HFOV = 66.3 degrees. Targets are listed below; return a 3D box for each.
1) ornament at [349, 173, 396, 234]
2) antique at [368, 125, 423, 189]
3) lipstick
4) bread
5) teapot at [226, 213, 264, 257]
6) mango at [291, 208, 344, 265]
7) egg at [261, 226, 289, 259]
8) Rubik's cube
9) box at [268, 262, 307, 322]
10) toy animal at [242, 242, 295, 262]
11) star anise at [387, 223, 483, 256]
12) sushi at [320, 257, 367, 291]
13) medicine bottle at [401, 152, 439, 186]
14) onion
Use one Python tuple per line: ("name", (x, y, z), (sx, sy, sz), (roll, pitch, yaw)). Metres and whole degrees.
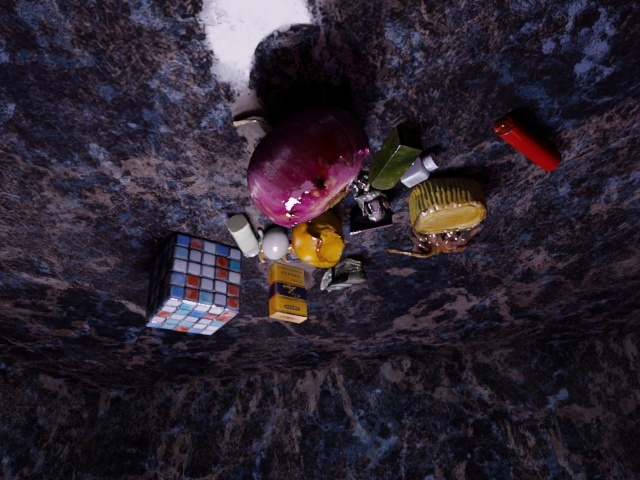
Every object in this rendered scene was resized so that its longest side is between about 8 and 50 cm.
("ornament", (0.159, -0.151, 1.675), (0.166, 0.153, 0.196), (-12, 124, 11))
("antique", (0.223, -0.246, 1.516), (0.081, 0.080, 0.221), (9, 148, -19))
("lipstick", (0.636, -0.294, 1.493), (0.280, 0.073, 0.073), (21, 141, -35))
("bread", (0.437, -0.121, 1.691), (0.254, 0.142, 0.227), (-6, 148, -2))
("teapot", (-0.272, -0.022, 1.839), (0.107, 0.077, 0.200), (-34, 150, -10))
("mango", (0.000, 0.000, 1.819), (0.199, 0.201, 0.350), (30, 162, 15))
("egg", (-0.172, 0.012, 1.867), (0.103, 0.103, 0.135), (5, 128, -15))
("Rubik's cube", (-0.501, 0.181, 1.936), (0.292, 0.293, 0.287), (18, 142, -29))
("box", (-0.142, 0.223, 2.097), (0.152, 0.237, 0.070), (18, 139, -31))
("toy animal", (-0.193, 0.040, 1.972), (0.241, 0.056, 0.099), (0, 142, -4))
("star anise", (0.462, 0.003, 1.931), (0.350, 0.109, 0.292), (5, 143, -12))
("sushi", (0.091, 0.152, 2.156), (0.134, 0.109, 0.273), (4, 163, -21))
("medicine bottle", (0.312, -0.230, 1.556), (0.118, 0.074, 0.055), (-28, 141, 32))
("onion", (-0.042, -0.222, 1.324), (0.358, 0.358, 0.344), (-20, 103, 25))
